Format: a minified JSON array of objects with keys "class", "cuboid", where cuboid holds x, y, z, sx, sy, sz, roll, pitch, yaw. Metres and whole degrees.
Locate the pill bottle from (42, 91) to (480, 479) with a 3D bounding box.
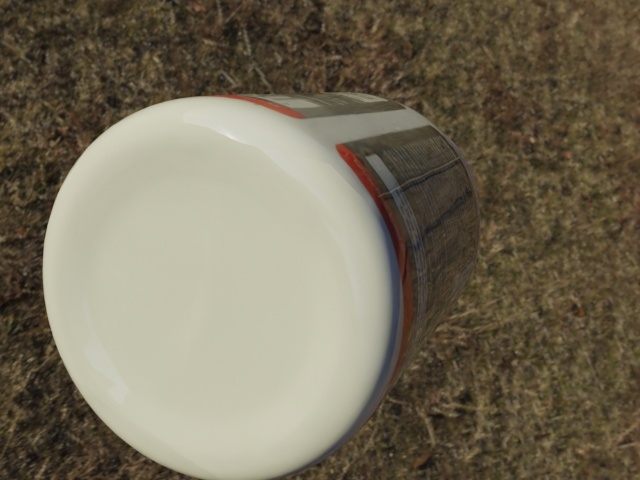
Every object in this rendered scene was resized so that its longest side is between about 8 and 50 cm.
[{"class":"pill bottle","cuboid":[0.000,0.000,0.551,0.210,0.210,0.363,60,24,2]}]
